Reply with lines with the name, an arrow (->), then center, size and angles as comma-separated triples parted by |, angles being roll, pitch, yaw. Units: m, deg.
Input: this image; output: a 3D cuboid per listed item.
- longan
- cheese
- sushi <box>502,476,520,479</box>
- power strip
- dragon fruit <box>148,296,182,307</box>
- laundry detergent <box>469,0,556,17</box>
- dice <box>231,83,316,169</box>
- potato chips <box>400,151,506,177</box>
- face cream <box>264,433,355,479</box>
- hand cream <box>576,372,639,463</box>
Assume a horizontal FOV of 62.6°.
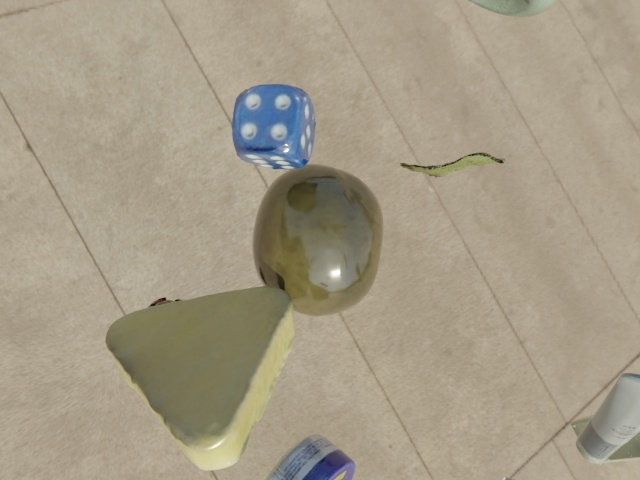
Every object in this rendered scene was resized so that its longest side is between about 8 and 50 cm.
longan -> 0.000, 0.000, 1.266 | 0.361, 0.361, 0.361 | 5, 76, -20
cheese -> -0.197, 0.219, 1.053 | 0.384, 0.104, 0.384 | -3, 40, 2
sushi -> 0.434, 0.641, 1.164 | 0.193, 0.040, 0.210 | 24, 91, -30
power strip -> 0.686, 0.422, 1.156 | 0.043, 0.367, 0.106 | -14, 68, -19
dragon fruit -> -0.413, 0.269, 1.548 | 0.125, 0.125, 0.246 | -38, 83, -21
laundry detergent -> 0.097, -0.242, 0.339 | 0.280, 0.215, 0.105 | 36, 82, 18
dice -> -0.093, -0.228, 1.073 | 0.146, 0.143, 0.146 | 5, 84, 14
potato chips -> 0.226, -0.127, 0.891 | 0.209, 0.142, 0.026 | -8, 87, -12
face cream -> -0.031, 0.507, 1.081 | 0.111, 0.206, 0.206 | 32, 63, 28
hand cream -> 0.440, 0.262, 0.770 | 0.079, 0.255, 0.048 | 9, 49, 11
